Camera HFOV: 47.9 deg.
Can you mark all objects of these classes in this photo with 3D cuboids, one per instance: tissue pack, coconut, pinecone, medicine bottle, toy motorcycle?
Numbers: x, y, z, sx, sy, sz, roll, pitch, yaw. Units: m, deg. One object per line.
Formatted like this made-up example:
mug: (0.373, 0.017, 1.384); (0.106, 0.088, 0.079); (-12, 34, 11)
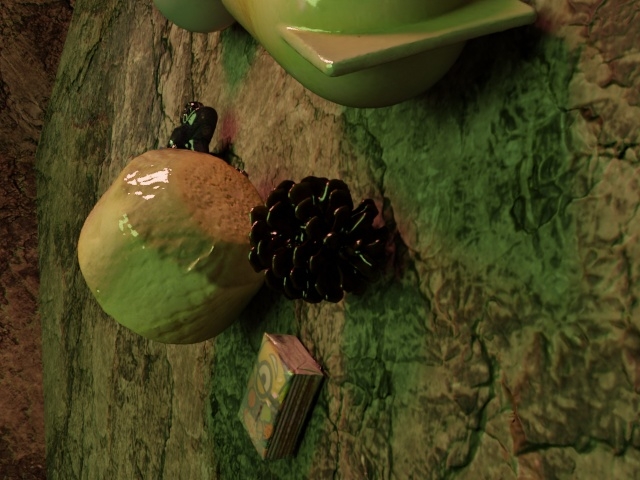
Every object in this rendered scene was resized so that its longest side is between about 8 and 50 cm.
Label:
tissue pack: (-0.061, 0.221, 1.029); (0.108, 0.060, 0.148); (46, 121, 55)
coconut: (-0.231, 0.020, 1.160); (0.329, 0.329, 0.328); (-22, 64, 56)
pinecone: (0.008, 0.002, 0.872); (0.165, 0.163, 0.162); (11, 92, 52)
medicine bottle: (0.035, -0.283, 0.815); (0.406, 0.236, 0.235); (55, 129, 51)
toy motorcycle: (-0.261, -0.090, 1.403); (0.212, 0.125, 0.358); (57, 133, 38)

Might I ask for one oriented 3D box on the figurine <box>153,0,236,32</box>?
figurine: (-0.247, -0.567, 1.409); (0.224, 0.205, 0.381); (-50, 40, 24)
